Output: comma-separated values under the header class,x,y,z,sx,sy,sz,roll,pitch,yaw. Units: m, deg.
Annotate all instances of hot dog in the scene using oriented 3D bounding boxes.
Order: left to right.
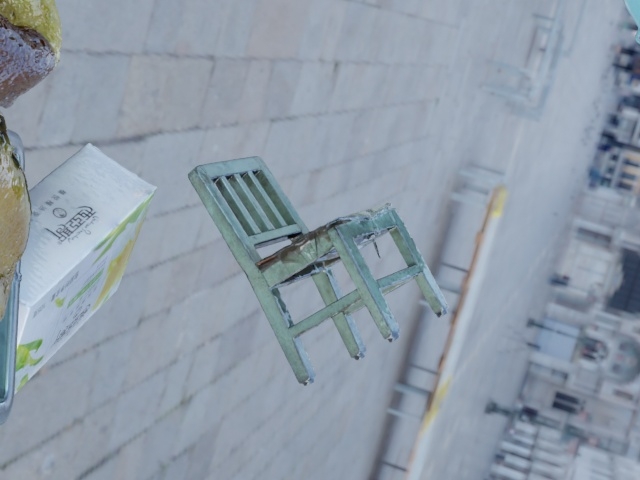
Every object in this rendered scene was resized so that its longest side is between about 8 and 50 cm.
class,x,y,z,sx,sy,sz,roll,pitch,yaw
hot dog,-0.211,-0.007,0.623,0.083,0.068,0.289,-66,-174,-21

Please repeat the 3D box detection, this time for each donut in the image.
class,x,y,z,sx,sy,sz,roll,pitch,yaw
donut,-0.419,-0.259,1.436,0.151,0.112,0.295,62,19,-19

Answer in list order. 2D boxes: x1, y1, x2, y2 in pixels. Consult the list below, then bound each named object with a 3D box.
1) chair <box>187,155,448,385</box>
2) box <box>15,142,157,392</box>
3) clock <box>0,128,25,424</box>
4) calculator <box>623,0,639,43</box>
class,x,y,z,sx,sy,sz,roll,pitch,yaw
chair,0.000,0.000,1.171,0.147,0.270,0.136,-32,170,32
box,-0.315,0.038,1.225,0.194,0.111,0.260,-61,177,41
clock,-0.310,0.030,0.894,0.279,0.049,0.273,51,41,-87
calculator,0.568,-0.313,1.389,0.386,0.256,0.054,-12,-144,52
